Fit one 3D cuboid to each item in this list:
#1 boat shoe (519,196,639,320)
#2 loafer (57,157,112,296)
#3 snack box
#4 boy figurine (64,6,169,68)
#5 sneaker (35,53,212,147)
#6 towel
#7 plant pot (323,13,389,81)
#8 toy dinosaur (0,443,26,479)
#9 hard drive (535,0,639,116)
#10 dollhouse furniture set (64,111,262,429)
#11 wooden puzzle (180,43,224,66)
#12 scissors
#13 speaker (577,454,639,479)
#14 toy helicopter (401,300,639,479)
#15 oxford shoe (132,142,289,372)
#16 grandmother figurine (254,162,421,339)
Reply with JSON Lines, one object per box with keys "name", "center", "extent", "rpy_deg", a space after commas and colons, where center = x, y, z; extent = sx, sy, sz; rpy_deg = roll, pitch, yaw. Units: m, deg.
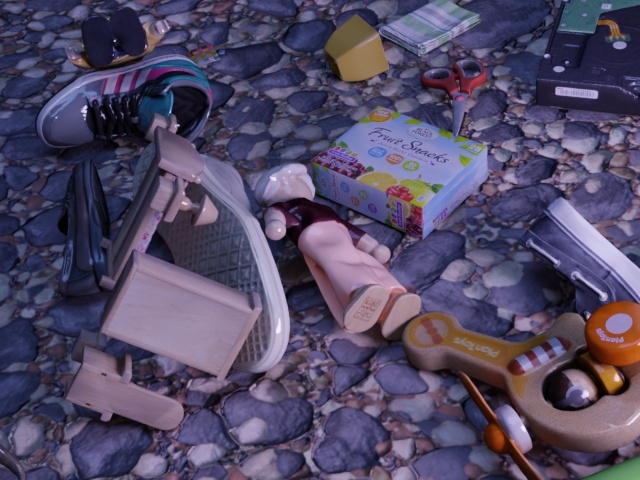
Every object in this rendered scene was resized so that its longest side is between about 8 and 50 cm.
{"name": "boat shoe", "center": [0.376, 0.071, 1.689], "extent": [0.102, 0.108, 0.301], "rpy_deg": [-45, 60, 6]}
{"name": "loafer", "center": [-0.358, -0.023, 1.907], "extent": [0.084, 0.096, 0.268], "rpy_deg": [-17, 44, -2]}
{"name": "snack box", "center": [0.120, -0.107, 1.943], "extent": [0.207, 0.070, 0.174], "rpy_deg": [26, 50, 31]}
{"name": "boy figurine", "center": [-0.342, -0.339, 2.177], "extent": [0.177, 0.092, 0.285], "rpy_deg": [-18, 11, -6]}
{"name": "sneaker", "center": [-0.297, -0.202, 2.083], "extent": [0.295, 0.124, 0.178], "rpy_deg": [-25, 35, -21]}
{"name": "towel", "center": [0.193, -0.384, 2.283], "extent": [0.152, 0.023, 0.113], "rpy_deg": [-32, 48, -26]}
{"name": "plant pot", "center": [0.055, -0.317, 2.190], "extent": [0.083, 0.081, 0.081], "rpy_deg": [-32, 46, -9]}
{"name": "toy dinosaur", "center": [-0.471, 0.215, 1.599], "extent": [0.121, 0.160, 0.313], "rpy_deg": [-25, 43, -18]}
{"name": "hard drive", "center": [0.502, -0.328, 2.143], "extent": [0.236, 0.064, 0.339], "rpy_deg": [7, 44, 16]}
{"name": "dollhouse furniture set", "center": [-0.203, 0.040, 1.742], "extent": [0.173, 0.303, 0.355], "rpy_deg": [23, 20, -18]}
{"name": "wooden puzzle", "center": [-0.210, -0.328, 2.292], "extent": [0.083, 0.006, 0.049], "rpy_deg": [-19, 42, -13]}
{"name": "scissors", "center": [0.231, -0.233, 2.055], "extent": [0.109, 0.021, 0.297], "rpy_deg": [-11, 25, -2]}
{"name": "speaker", "center": [0.380, 0.289, 1.415], "extent": [0.296, 0.131, 0.131], "rpy_deg": [-19, 42, -12]}
{"name": "toy helicopter", "center": [0.240, 0.174, 1.595], "extent": [0.355, 0.140, 0.235], "rpy_deg": [16, 54, 39]}
{"name": "oxford shoe", "center": [-0.131, 0.011, 1.804], "extent": [0.130, 0.169, 0.449], "rpy_deg": [20, 25, -40]}
{"name": "grandmother figurine", "center": [0.000, 0.000, 1.798], "extent": [0.104, 0.207, 0.342], "rpy_deg": [-52, 43, 13]}
